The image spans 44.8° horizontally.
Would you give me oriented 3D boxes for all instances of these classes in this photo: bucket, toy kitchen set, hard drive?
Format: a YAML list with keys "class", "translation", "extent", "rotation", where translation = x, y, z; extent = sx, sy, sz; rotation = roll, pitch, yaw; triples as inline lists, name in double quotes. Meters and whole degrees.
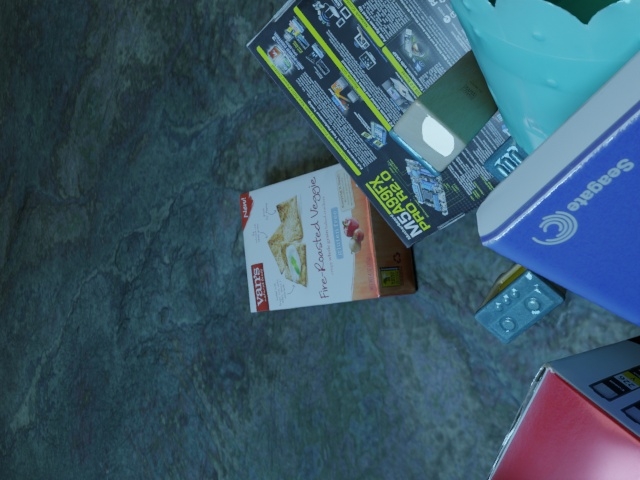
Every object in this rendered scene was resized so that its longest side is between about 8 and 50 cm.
- class: "bucket"
  translation: [0.218, -0.182, 0.516]
  extent: [0.281, 0.183, 0.281]
  rotation: [-14, 52, 18]
- class: "toy kitchen set"
  translation: [0.136, -0.019, 0.667]
  extent: [0.207, 0.122, 0.166]
  rotation: [43, 133, 3]
- class: "hard drive"
  translation: [0.283, -0.004, 0.449]
  extent: [0.210, 0.318, 0.040]
  rotation: [-48, 25, 38]

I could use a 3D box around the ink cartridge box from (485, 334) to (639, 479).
- class: "ink cartridge box"
  translation: [0.269, 0.206, 0.485]
  extent: [0.309, 0.272, 0.130]
  rotation: [39, 120, 38]

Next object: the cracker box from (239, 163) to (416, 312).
- class: "cracker box"
  translation: [0.000, 0.000, 0.929]
  extent: [0.232, 0.067, 0.156]
  rotation: [-13, 82, 48]

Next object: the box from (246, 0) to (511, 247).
- class: "box"
  translation: [0.085, -0.150, 0.741]
  extent: [0.270, 0.060, 0.216]
  rotation: [51, 134, -5]
